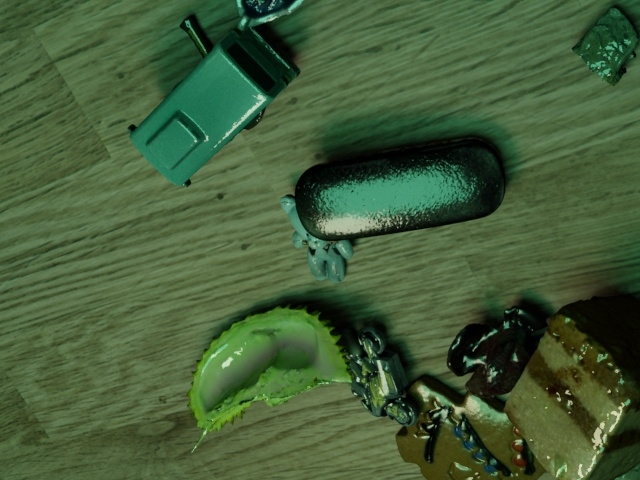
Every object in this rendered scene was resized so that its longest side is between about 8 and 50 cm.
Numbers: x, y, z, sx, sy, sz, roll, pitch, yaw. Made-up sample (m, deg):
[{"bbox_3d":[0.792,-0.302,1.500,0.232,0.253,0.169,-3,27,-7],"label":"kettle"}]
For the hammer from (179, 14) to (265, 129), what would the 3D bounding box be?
[{"bbox_3d":[-0.153,-0.261,1.963,0.078,0.021,0.201,-20,111,30],"label":"hammer"}]

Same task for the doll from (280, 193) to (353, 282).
[{"bbox_3d":[-0.001,0.002,2.029,0.120,0.075,0.179,3,122,13],"label":"doll"}]

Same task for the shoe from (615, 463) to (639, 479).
[{"bbox_3d":[0.450,0.388,2.089,0.099,0.125,0.227,5,101,-22],"label":"shoe"}]

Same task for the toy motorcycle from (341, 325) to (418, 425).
[{"bbox_3d":[0.091,0.232,2.138,0.124,0.061,0.193,-15,104,47],"label":"toy motorcycle"}]

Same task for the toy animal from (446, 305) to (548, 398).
[{"bbox_3d":[0.296,0.187,2.032,0.219,0.116,0.179,12,157,-15],"label":"toy animal"}]

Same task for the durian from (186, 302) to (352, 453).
[{"bbox_3d":[-0.094,0.217,2.141,0.356,0.169,0.157,-27,109,31],"label":"durian"}]

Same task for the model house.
[{"bbox_3d":[0.400,-0.266,1.726,0.079,0.066,0.083,44,108,5],"label":"model house"}]

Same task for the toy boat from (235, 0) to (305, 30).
[{"bbox_3d":[-0.040,-0.416,1.750,0.129,0.142,0.309,33,125,-3],"label":"toy boat"}]

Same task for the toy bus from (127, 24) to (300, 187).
[{"bbox_3d":[-0.167,-0.201,1.902,0.128,0.147,0.256,46,124,-8],"label":"toy bus"}]

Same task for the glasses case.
[{"bbox_3d":[0.118,-0.076,1.909,0.321,0.082,0.122,-9,108,13],"label":"glasses case"}]

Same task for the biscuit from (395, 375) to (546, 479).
[{"bbox_3d":[0.272,0.343,2.148,0.302,0.043,0.278,-10,115,26],"label":"biscuit"}]

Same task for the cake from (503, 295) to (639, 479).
[{"bbox_3d":[0.403,0.245,1.897,0.196,0.199,0.293,48,128,30],"label":"cake"}]
